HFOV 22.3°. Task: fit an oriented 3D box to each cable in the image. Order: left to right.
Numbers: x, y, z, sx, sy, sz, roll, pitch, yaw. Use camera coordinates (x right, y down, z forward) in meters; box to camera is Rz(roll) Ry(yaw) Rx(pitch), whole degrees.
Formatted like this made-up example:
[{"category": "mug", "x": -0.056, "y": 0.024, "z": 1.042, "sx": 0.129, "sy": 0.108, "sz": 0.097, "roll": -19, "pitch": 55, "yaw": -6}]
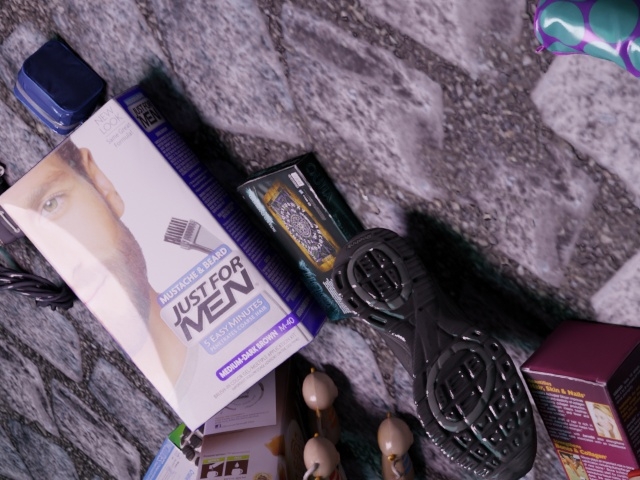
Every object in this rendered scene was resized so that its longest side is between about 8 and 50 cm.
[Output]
[{"category": "cable", "x": -0.410, "y": 0.064, "z": 2.229, "sx": 0.184, "sy": 0.047, "sz": 0.150, "roll": 17, "pitch": 167, "yaw": 42}]

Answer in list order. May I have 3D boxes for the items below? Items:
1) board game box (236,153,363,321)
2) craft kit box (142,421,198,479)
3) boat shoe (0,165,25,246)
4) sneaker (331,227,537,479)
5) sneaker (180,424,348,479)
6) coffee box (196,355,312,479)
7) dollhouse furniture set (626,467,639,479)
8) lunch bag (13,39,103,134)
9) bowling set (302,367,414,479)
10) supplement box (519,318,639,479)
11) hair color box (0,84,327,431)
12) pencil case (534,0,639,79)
[{"category": "board game box", "x": 0.000, "y": 0.000, "z": 1.724, "sx": 0.186, "sy": 0.026, "sz": 0.126, "roll": 55, "pitch": 148, "yaw": -13}, {"category": "craft kit box", "x": -0.140, "y": 0.391, "z": 2.306, "sx": 0.246, "sy": 0.061, "sz": 0.250, "roll": 46, "pitch": 149, "yaw": 8}, {"category": "boat shoe", "x": -0.446, "y": -0.085, "z": 2.165, "sx": 0.065, "sy": 0.075, "sz": 0.206, "roll": -13, "pitch": 117, "yaw": 7}, {"category": "sneaker", "x": 0.127, "y": 0.112, "z": 1.584, "sx": 0.286, "sy": 0.109, "sz": 0.130, "roll": 59, "pitch": -170, "yaw": 26}, {"category": "sneaker", "x": -0.069, "y": 0.296, "z": 2.073, "sx": 0.279, "sy": 0.107, "sz": 0.118, "roll": 23, "pitch": 154, "yaw": 41}, {"category": "coffee box", "x": -0.073, "y": 0.260, "z": 1.886, "sx": 0.098, "sy": 0.247, "sz": 0.141, "roll": -8, "pitch": 128, "yaw": 10}, {"category": "dollhouse furniture set", "x": 0.381, "y": 0.336, "z": 1.474, "sx": 0.374, "sy": 0.152, "sz": 0.201, "roll": 47, "pitch": 149, "yaw": -10}, {"category": "lunch bag", "x": -0.297, "y": -0.170, "z": 1.860, "sx": 0.098, "sy": 0.067, "sz": 0.065, "roll": 44, "pitch": 149, "yaw": 3}, {"category": "bowling set", "x": 0.071, "y": 0.270, "z": 1.836, "sx": 0.199, "sy": 0.287, "sz": 0.154, "roll": -6, "pitch": 142, "yaw": 3}, {"category": "supplement box", "x": 0.277, "y": 0.174, "z": 1.526, "sx": 0.104, "sy": 0.081, "sz": 0.188, "roll": 7, "pitch": 131, "yaw": 48}, {"category": "hair color box", "x": -0.171, "y": 0.019, "z": 1.796, "sx": 0.185, "sy": 0.110, "sz": 0.339, "roll": -39, "pitch": 93, "yaw": 16}, {"category": "pencil case", "x": 0.238, "y": -0.151, "z": 1.228, "sx": 0.151, "sy": 0.064, "sz": 0.070, "roll": 28, "pitch": 119, "yaw": 30}]
